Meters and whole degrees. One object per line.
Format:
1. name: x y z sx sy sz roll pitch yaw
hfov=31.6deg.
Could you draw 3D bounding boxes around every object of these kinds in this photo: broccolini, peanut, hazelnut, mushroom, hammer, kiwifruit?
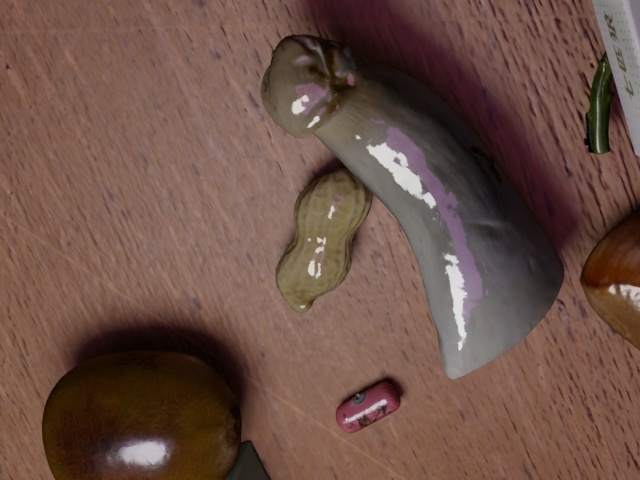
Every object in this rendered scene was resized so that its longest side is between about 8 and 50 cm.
1. broccolini: 0.356 -0.197 1.130 0.123 0.062 0.271 30 110 12
2. peanut: 0.000 0.000 1.262 0.082 0.082 0.187 18 116 1
3. hazelnut: 0.361 0.043 1.197 0.150 0.150 0.150 3 114 7
4. mushroom: 0.098 -0.062 1.175 0.397 0.177 0.126 54 154 -11
5. hammer: 0.056 0.201 1.361 0.083 0.043 0.043 -30 106 20
6. kiwifruit: -0.205 0.223 1.329 0.234 0.196 0.196 -11 111 16

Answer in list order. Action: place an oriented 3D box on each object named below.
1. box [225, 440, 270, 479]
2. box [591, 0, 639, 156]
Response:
1. box: -0.180 0.381 1.375 0.225 0.225 0.117 -20 109 17
2. box: 0.429 -0.223 1.035 0.330 0.095 0.210 -20 103 0
